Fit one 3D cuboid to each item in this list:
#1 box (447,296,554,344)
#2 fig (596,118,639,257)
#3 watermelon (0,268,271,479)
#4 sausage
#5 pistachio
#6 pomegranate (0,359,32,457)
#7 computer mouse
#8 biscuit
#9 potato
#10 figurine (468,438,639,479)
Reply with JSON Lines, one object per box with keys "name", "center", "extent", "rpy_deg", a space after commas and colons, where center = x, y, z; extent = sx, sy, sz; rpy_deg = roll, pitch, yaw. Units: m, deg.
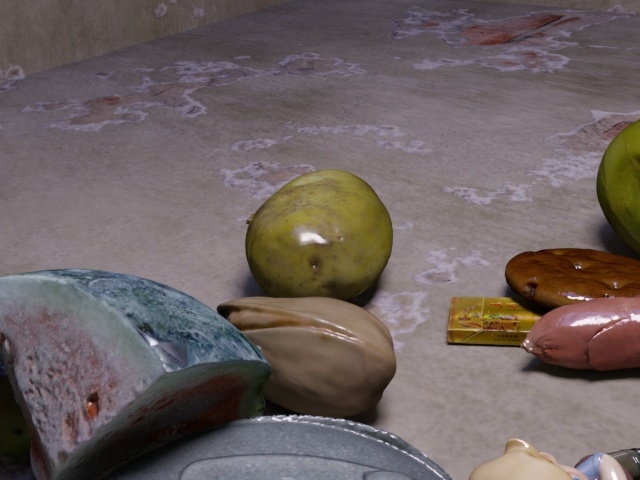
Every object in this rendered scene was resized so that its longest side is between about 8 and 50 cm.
{"name": "box", "center": [0.233, 0.096, 1.097], "extent": [0.157, 0.022, 0.089], "rpy_deg": [2, 23, 12]}
{"name": "fig", "center": [0.471, -0.065, 1.191], "extent": [0.207, 0.207, 0.230], "rpy_deg": [0, 25, 9]}
{"name": "watermelon", "center": [-0.169, 0.139, 0.816], "extent": [0.290, 0.320, 0.213], "rpy_deg": [-8, 53, 63]}
{"name": "sausage", "center": [0.434, 0.099, 0.987], "extent": [0.434, 0.087, 0.088], "rpy_deg": [-1, 25, 6]}
{"name": "pistachio", "center": [-0.023, 0.116, 0.971], "extent": [0.226, 0.135, 0.136], "rpy_deg": [9, 28, 27]}
{"name": "pomegranate", "center": [-0.292, 0.153, 0.946], "extent": [0.159, 0.129, 0.129], "rpy_deg": [-17, 28, -27]}
{"name": "computer mouse", "center": [-0.050, 0.232, 0.748], "extent": [0.374, 0.114, 0.203], "rpy_deg": [-7, 24, -8]}
{"name": "biscuit", "center": [0.334, 0.047, 1.136], "extent": [0.212, 0.036, 0.212], "rpy_deg": [2, 17, -1]}
{"name": "potato", "center": [-0.002, -0.001, 1.198], "extent": [0.197, 0.148, 0.228], "rpy_deg": [4, 24, -14]}
{"name": "figurine", "center": [0.206, 0.222, 0.745], "extent": [0.196, 0.114, 0.108], "rpy_deg": [-1, 17, -33]}
